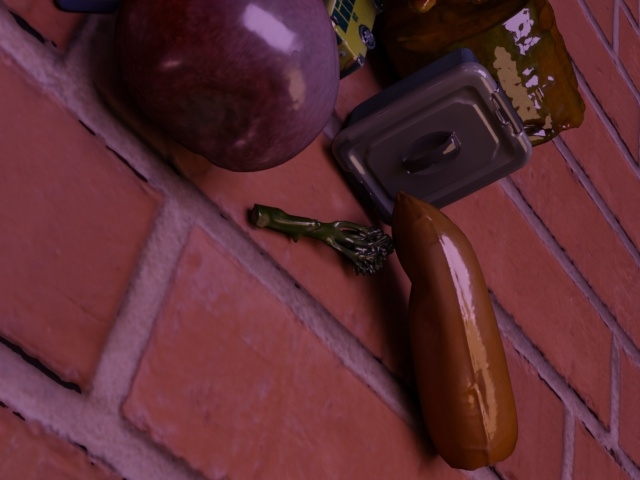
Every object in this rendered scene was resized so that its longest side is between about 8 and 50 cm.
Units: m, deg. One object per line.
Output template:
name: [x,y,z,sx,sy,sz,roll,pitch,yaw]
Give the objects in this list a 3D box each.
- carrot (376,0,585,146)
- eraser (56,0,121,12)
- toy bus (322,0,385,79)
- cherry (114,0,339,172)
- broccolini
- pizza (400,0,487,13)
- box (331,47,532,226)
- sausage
carrot: [0.233,-0.268,1.331,0.341,0.241,0.241,61,37,-18]
eraser: [-0.248,-0.335,0.890,0.082,0.036,0.225,-15,87,-56]
toy bus: [0.017,-0.288,1.181,0.101,0.088,0.175,45,41,-30]
cherry: [-0.082,-0.199,0.909,0.239,0.206,0.239,16,64,-35]
broccolini: [-0.002,0.000,1.079,0.216,0.058,0.067,10,30,-43]
pizza: [0.199,-0.398,1.259,0.258,0.268,0.087,-116,-165,-53]
box: [0.142,-0.133,1.176,0.162,0.227,0.130,52,24,-25]
sausage: [0.163,0.105,1.146,0.134,0.116,0.354,-112,-171,-84]
